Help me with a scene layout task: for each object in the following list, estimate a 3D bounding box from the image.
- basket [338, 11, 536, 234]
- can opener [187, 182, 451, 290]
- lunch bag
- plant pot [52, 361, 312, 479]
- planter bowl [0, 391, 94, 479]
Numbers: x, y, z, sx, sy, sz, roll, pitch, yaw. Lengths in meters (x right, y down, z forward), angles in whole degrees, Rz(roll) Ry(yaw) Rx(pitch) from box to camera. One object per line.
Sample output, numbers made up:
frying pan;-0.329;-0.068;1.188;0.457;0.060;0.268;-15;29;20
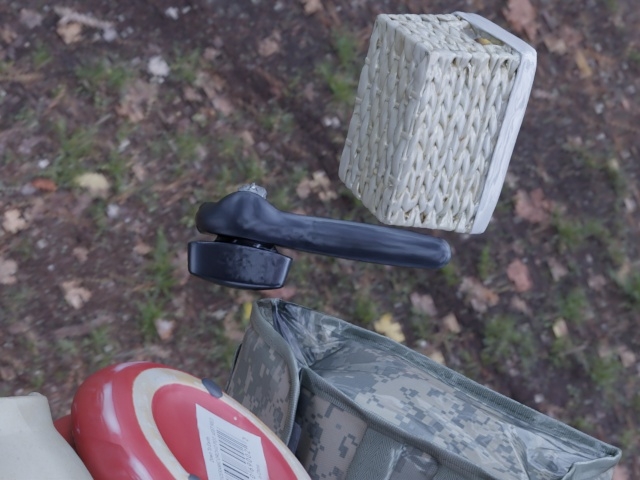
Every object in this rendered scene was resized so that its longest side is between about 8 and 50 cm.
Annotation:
basket;0.092;-0.101;0.986;0.103;0.167;0.113;1;27;-27
can opener;0.000;0.000;0.837;0.059;0.186;0.073;-107;-158;-82
lunch bag;0.023;0.196;0.814;0.169;0.287;0.235;-3;113;-57
plant pot;-0.104;0.172;0.637;0.191;0.174;0.191;37;14;-11
planter bowl;-0.156;0.118;0.474;0.162;0.162;0.109;5;78;-48
